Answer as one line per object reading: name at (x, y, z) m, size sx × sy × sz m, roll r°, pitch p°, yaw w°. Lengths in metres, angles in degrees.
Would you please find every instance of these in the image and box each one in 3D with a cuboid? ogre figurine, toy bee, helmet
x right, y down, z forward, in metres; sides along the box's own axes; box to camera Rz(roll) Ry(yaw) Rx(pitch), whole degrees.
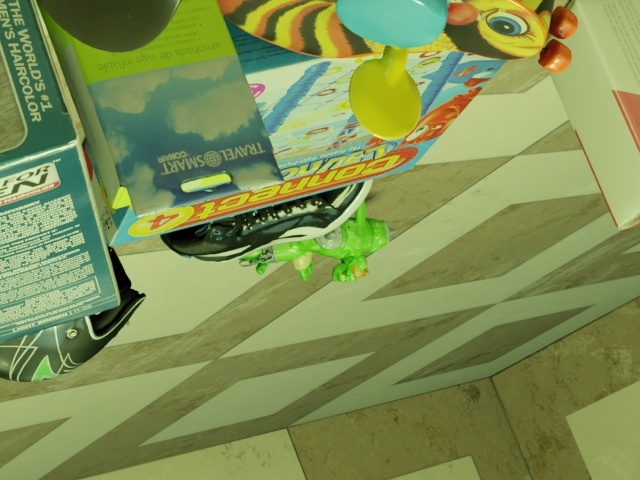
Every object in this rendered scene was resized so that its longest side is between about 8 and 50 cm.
ogre figurine at (0.000, 0.000, 1.685) m, size 0.118 × 0.097 × 0.197 m, roll -10°, pitch 158°, yaw 31°
toy bee at (0.082, -0.149, 0.967) m, size 0.162 × 0.298 × 0.195 m, roll 35°, pitch 82°, yaw -41°
helmet at (-0.253, 0.046, 1.333) m, size 0.169 × 0.169 × 0.161 m, roll -33°, pitch 179°, yaw 37°

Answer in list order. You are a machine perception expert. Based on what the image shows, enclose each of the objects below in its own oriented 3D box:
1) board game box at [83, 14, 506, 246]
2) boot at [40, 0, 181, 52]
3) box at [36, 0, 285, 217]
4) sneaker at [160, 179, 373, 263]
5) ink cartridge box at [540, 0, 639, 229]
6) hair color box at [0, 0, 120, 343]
board game box at (-0.017, -0.121, 1.213) m, size 0.308 × 0.086 × 0.302 m, roll -15°, pitch 164°, yaw -23°
boot at (-0.050, -0.239, 0.774) m, size 0.305 × 0.112 × 0.115 m, roll -48°, pitch -167°, yaw 38°
box at (-0.104, -0.099, 0.979) m, size 0.109 × 0.178 × 0.042 m, roll -15°, pitch 164°, yaw -24°
sneaker at (-0.059, -0.032, 1.489) m, size 0.217 × 0.079 × 0.121 m, roll -26°, pitch 167°, yaw 22°
ink cartridge box at (0.384, -0.154, 1.429) m, size 0.283 × 0.207 × 0.117 m, roll -18°, pitch 166°, yaw -15°
hair color box at (-0.211, -0.063, 0.969) m, size 0.105 × 0.174 × 0.347 m, roll -18°, pitch 165°, yaw -9°
